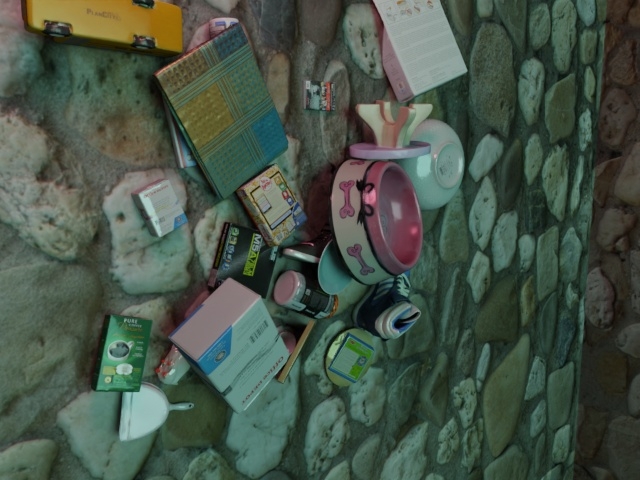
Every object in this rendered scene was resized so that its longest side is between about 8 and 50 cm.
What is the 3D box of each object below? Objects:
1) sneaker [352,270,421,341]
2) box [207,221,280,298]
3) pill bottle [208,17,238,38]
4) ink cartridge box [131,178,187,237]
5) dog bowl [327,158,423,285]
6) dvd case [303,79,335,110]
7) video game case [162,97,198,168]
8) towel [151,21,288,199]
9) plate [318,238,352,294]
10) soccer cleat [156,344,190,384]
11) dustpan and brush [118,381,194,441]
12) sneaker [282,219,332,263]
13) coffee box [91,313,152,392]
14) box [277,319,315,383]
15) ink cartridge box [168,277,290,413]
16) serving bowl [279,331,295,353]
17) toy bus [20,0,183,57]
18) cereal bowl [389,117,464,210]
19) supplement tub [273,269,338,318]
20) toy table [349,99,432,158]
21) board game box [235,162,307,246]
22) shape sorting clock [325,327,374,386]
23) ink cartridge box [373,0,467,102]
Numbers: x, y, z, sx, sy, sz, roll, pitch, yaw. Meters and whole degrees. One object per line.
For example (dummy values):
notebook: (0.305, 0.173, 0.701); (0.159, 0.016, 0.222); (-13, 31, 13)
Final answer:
sneaker: (0.277, 0.200, 1.836); (0.323, 0.236, 0.130); (-49, 124, -23)
box: (-0.212, 0.059, 1.531); (0.184, 0.045, 0.191); (18, 86, -39)
pill bottle: (-0.244, -0.498, 1.393); (0.078, 0.078, 0.137); (-14, 106, -38)
ink cartridge box: (-0.402, -0.083, 1.345); (0.088, 0.052, 0.122); (-34, 118, -31)
dog bowl: (0.190, -0.067, 1.681); (0.408, 0.150, 0.408); (21, 65, -55)
dvd case: (-0.003, -0.443, 1.646); (0.119, 0.013, 0.087); (-8, 102, -40)
video game case: (-0.269, -0.321, 1.436); (0.285, 0.025, 0.204); (-21, 110, -35)
towel: (-0.239, -0.326, 1.389); (0.271, 0.040, 0.370); (-41, 131, -22)
plate: (0.048, 0.072, 1.642); (0.188, 0.024, 0.188); (-19, 115, -45)
soccer cleat: (-0.363, 0.293, 1.437); (0.196, 0.068, 0.076); (-59, 143, -15)
dustpan and brush: (-0.425, 0.444, 1.417); (0.211, 0.060, 0.147); (9, 79, -34)
sneaker: (0.000, 0.000, 1.667); (0.295, 0.104, 0.147); (7, 91, -46)
coffee box: (-0.487, 0.277, 1.324); (0.113, 0.040, 0.184); (14, 80, -39)
box: (-0.073, 0.342, 1.636); (0.021, 0.164, 0.201); (29, 75, 5)
ink cartridge box: (-0.231, 0.287, 1.440); (0.223, 0.129, 0.307); (-47, 143, -24)
serving bowl: (-0.117, 0.320, 1.664); (0.083, 0.027, 0.083); (-8, 103, -38)
toy bus: (-0.468, -0.480, 1.175); (0.332, 0.130, 0.108); (-6, 102, -39)
cereal bowl: (0.411, -0.271, 1.936); (0.339, 0.141, 0.339); (-8, 103, -40)
supplement tub: (-0.040, 0.171, 1.646); (0.190, 0.117, 0.117); (28, 79, -38)
toy table: (0.229, -0.355, 1.717); (0.274, 0.252, 0.161); (-10, 113, -27)
board game box: (-0.136, -0.101, 1.537); (0.147, 0.045, 0.193); (-43, 114, -37)
shape sorting clock: (0.101, 0.401, 1.849); (0.206, 0.040, 0.206); (-9, 108, -30)
ink cartridge box: (0.318, -0.702, 1.850); (0.308, 0.091, 0.385); (-30, 99, -32)
